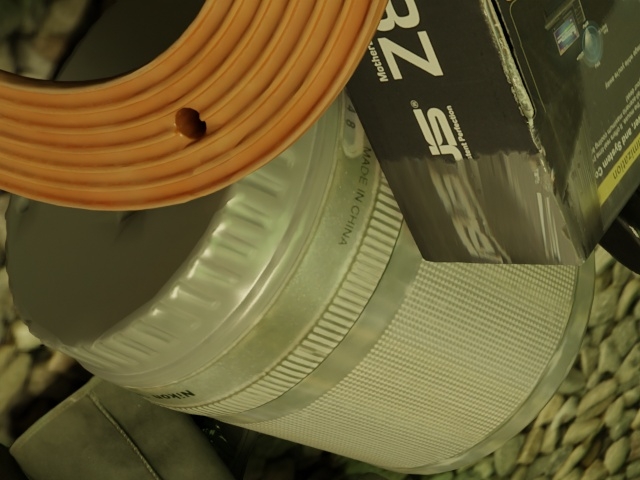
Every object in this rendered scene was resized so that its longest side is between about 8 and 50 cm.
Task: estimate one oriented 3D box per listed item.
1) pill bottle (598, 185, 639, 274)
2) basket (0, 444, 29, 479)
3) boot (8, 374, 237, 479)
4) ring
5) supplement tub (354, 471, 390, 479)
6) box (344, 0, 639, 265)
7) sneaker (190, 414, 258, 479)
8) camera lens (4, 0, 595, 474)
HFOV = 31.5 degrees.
[{"bbox_3d":[0.291,-0.079,0.839,0.219,0.123,0.123,-43,131,-4],"label":"pill bottle"},{"bbox_3d":[-0.192,0.234,0.623,0.154,0.227,0.204,-49,131,-1],"label":"basket"},{"bbox_3d":[-0.057,0.152,0.691,0.190,0.208,0.076,-33,161,-17],"label":"boot"},{"bbox_3d":[-0.122,-0.161,0.416,0.032,0.337,0.336,-52,144,-48],"label":"ring"},{"bbox_3d":[-0.036,0.335,0.778,0.325,0.235,0.235,-34,130,-18],"label":"supplement tub"},{"bbox_3d":[0.125,-0.228,0.526,0.395,0.097,0.318,-47,121,-35],"label":"box"},{"bbox_3d":[-0.095,0.151,0.758,0.089,0.051,0.170,-9,124,-35],"label":"sneaker"},{"bbox_3d":[0.000,0.000,0.622,0.274,0.219,0.219,25,100,-41],"label":"camera lens"}]
